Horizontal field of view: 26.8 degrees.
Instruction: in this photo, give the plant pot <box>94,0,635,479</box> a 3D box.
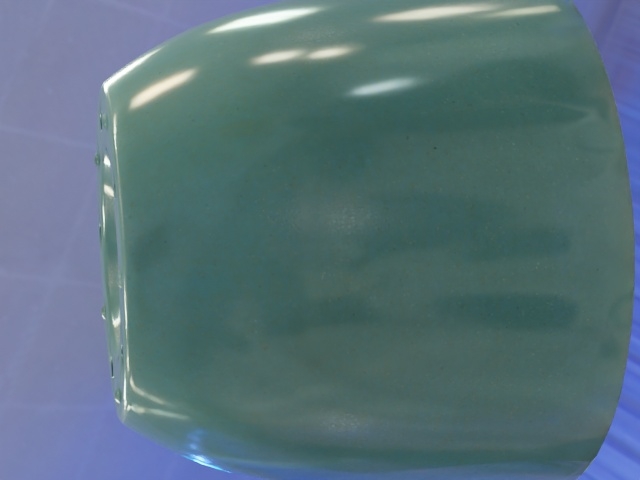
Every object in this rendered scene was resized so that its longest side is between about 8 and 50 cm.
[{"bbox_3d":[0.000,0.000,0.732,0.235,0.293,0.293,-3,-61,-13],"label":"plant pot"}]
